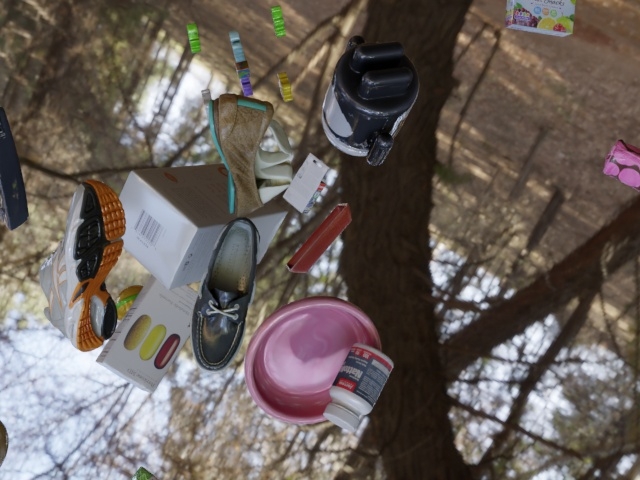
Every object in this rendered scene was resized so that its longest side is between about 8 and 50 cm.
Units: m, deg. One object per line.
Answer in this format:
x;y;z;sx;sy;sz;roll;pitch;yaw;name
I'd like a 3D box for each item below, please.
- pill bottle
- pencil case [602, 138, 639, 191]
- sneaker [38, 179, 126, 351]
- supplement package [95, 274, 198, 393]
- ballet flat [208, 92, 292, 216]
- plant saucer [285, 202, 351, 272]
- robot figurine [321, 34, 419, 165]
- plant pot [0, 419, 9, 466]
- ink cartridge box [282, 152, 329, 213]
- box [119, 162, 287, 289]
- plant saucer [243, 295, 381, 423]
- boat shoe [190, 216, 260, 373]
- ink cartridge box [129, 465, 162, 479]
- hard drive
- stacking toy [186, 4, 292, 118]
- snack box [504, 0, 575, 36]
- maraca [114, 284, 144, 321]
0.083;0.336;1.809;0.108;0.180;0.108;25;158;11;pill bottle
0.702;-0.138;1.672;0.209;0.095;0.098;32;-169;25;pencil case
-0.363;0.030;1.151;0.121;0.263;0.099;22;-157;26;sneaker
-0.383;0.208;1.806;0.139;0.244;0.134;35;161;-15;supplement package
-0.110;-0.137;1.352;0.124;0.342;0.116;-3;-117;-1;ballet flat
0.000;0.000;2.386;0.047;0.258;0.259;41;178;-4;plant saucer
0.094;-0.282;1.584;0.173;0.209;0.278;27;157;0;robot figurine
-0.742;0.435;1.577;0.236;0.236;0.032;14;-162;-38;plant pot
-0.025;-0.121;1.672;0.063;0.115;0.029;41;-162;26;ink cartridge box
-0.274;-0.045;1.803;0.215;0.168;0.345;39;-155;20;box
-0.023;0.275;1.877;0.332;0.332;0.084;20;-166;-22;plant saucer
-0.183;0.101;1.509;0.114;0.303;0.091;8;168;-7;boat shoe
-0.319;0.589;1.535;0.278;0.201;0.117;8;143;53;ink cartridge box
-0.653;-0.163;1.592;0.054;0.255;0.172;-20;-150;-31;hard drive
-0.142;-0.321;1.422;0.166;0.221;0.052;-14;-125;-5;stacking toy
0.458;-0.485;1.644;0.141;0.100;0.037;4;-179;-15;snack box
-0.450;0.169;1.972;0.186;0.127;0.099;87;165;-69;maraca
